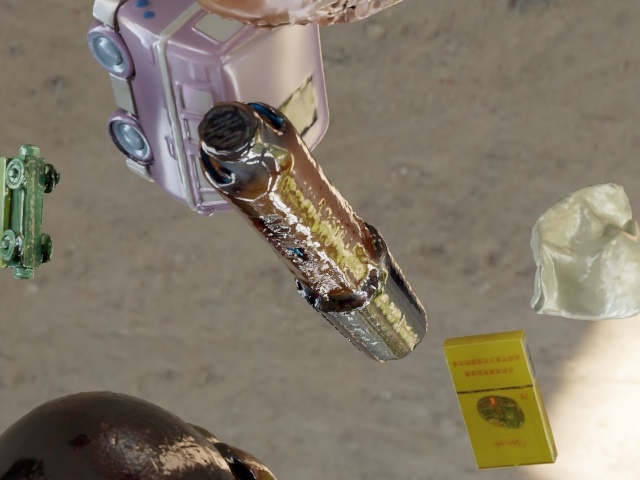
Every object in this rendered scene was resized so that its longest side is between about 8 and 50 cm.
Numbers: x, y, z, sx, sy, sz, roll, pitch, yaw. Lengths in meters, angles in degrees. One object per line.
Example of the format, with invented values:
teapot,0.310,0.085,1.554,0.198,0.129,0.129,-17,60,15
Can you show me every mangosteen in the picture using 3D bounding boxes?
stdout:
mangosteen,-0.181,0.289,1.735,0.307,0.307,0.347,-21,178,38

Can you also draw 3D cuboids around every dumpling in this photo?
dumpling,0.270,0.010,1.767,0.169,0.134,0.100,3,-178,-17

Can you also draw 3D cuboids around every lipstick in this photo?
lipstick,0.000,0.000,1.337,0.077,0.077,0.418,-1,160,17

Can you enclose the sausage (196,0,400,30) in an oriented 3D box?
sausage,0.050,-0.170,1.031,0.304,0.078,0.078,-18,165,-38

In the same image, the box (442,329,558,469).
box,0.187,0.167,1.878,0.087,0.023,0.155,-9,115,19

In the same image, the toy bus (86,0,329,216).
toy bus,-0.080,-0.125,1.394,0.142,0.142,0.202,26,146,26

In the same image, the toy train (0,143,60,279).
toy train,-0.275,-0.025,1.634,0.050,0.122,0.081,8,173,-43
